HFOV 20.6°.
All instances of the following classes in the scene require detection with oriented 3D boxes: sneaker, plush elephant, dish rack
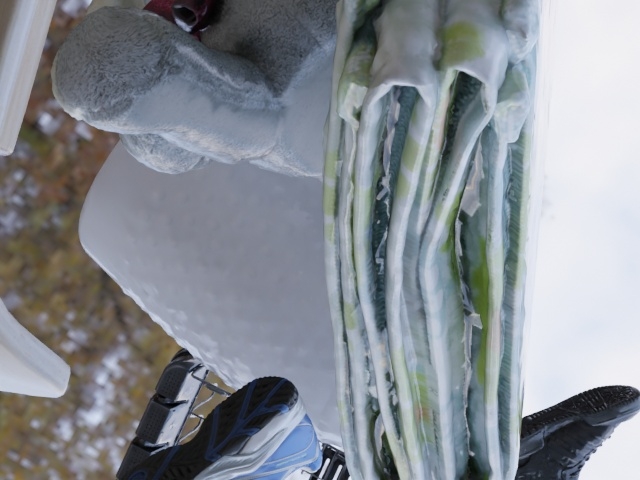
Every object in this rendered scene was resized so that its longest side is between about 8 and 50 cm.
[{"bbox_3d":[-0.089,0.196,1.345,0.211,0.081,0.080,-34,-149,-1],"label":"sneaker"},{"bbox_3d":[0.221,0.198,1.613,0.170,0.089,0.051,-19,-161,-3],"label":"sneaker"},{"bbox_3d":[-0.051,-0.175,1.159,0.272,0.330,0.255,-47,-124,1],"label":"plush elephant"},{"bbox_3d":[-0.079,0.256,1.802,0.271,0.074,0.208,26,-81,13],"label":"dish rack"}]

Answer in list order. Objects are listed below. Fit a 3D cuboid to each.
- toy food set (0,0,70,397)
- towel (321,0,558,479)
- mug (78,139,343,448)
[{"bbox_3d":[-0.118,-0.105,0.601,0.219,0.092,0.306,4,-104,45],"label":"toy food set"},{"bbox_3d":[0.065,-0.096,0.830,0.090,0.321,0.374,5,-133,8],"label":"towel"},{"bbox_3d":[0.000,0.000,1.501,0.276,0.374,0.328,-42,-106,-18],"label":"mug"}]
